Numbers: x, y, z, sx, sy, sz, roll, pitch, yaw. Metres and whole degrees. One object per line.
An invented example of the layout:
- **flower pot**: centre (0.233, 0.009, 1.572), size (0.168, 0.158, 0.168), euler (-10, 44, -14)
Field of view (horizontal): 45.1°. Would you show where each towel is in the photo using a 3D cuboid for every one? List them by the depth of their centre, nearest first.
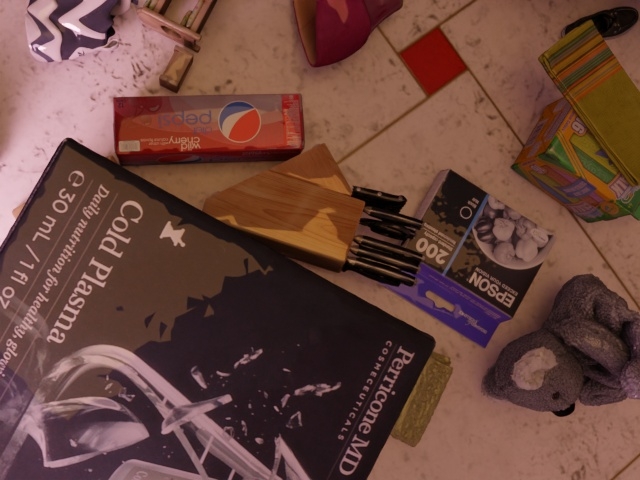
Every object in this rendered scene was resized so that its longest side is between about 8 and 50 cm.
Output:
- **towel**: centre (0.421, -0.199, 1.115), size (0.102, 0.021, 0.237), euler (-38, 94, -10)
- **towel**: centre (0.129, 0.226, 1.162), size (0.110, 0.027, 0.148), euler (26, 81, -8)

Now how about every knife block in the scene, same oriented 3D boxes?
- **knife block**: centre (0.000, 0.000, 1.100), size (0.276, 0.088, 0.242), euler (-26, 79, -9)

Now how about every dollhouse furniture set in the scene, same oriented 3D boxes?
- **dollhouse furniture set**: centre (-0.206, -0.327, 1.074), size (0.101, 0.161, 0.181), euler (26, 81, -7)

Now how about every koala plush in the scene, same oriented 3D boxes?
- **koala plush**: centre (0.350, 0.174, 1.134), size (0.221, 0.196, 0.203), euler (-21, 78, -11)

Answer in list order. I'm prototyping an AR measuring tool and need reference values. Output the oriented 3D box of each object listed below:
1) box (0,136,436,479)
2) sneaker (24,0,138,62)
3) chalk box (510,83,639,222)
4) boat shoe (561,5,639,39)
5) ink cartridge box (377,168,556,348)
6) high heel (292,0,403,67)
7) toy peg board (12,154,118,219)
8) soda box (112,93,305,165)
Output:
- **box**: centre (-0.207, 0.204, 0.932), size (0.472, 0.297, 0.479), euler (29, 84, -17)
- **sneaker**: centre (-0.337, -0.372, 1.089), size (0.153, 0.094, 0.234), euler (-4, 87, -12)
- **chalk box**: centre (0.433, -0.115, 1.188), size (0.213, 0.132, 0.132), euler (33, 80, -6)
- **boat shoe**: centre (0.463, -0.352, 1.258), size (0.142, 0.040, 0.049), euler (-20, 89, -11)
- **ink cartridge box**: centre (0.226, 0.029, 1.186), size (0.206, 0.045, 0.208), euler (31, 83, -6)
- **high heel**: centre (-0.044, -0.444, 1.124), size (0.181, 0.127, 0.377), euler (-42, 97, -21)
- **toy peg board**: centre (-0.321, -0.017, 1.073), size (0.161, 0.079, 0.160), euler (-32, 92, -11)
- **soda box**: centre (-0.159, -0.157, 1.105), size (0.264, 0.092, 0.083), euler (-3, 85, -10)
